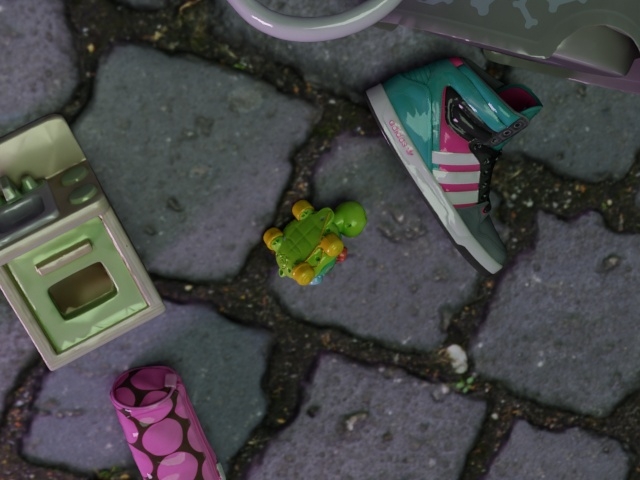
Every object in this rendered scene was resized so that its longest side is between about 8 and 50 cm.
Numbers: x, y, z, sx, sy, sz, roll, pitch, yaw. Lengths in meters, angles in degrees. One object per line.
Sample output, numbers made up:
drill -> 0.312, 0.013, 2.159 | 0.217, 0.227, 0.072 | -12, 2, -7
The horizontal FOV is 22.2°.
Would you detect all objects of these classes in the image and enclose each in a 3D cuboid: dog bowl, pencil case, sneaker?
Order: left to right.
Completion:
pencil case -> -0.181, 0.253, 2.021 | 0.098, 0.095, 0.209 | -9, 122, 20
sneaker -> 0.197, -0.106, 1.968 | 0.178, 0.124, 0.295 | -31, 119, 8
dog bowl -> 0.224, -0.246, 1.792 | 0.348, 0.349, 0.102 | 12, 96, -23

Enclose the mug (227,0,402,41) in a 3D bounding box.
mug -> -0.025, -0.384, 1.639 | 0.328, 0.276, 0.374 | -15, 87, -1

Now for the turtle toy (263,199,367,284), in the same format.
turtle toy -> 0.000, 0.000, 1.970 | 0.130, 0.095, 0.066 | -43, 141, 5

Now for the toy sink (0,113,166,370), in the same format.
toy sink -> -0.298, 0.002, 1.838 | 0.153, 0.131, 0.234 | -27, 119, -6
